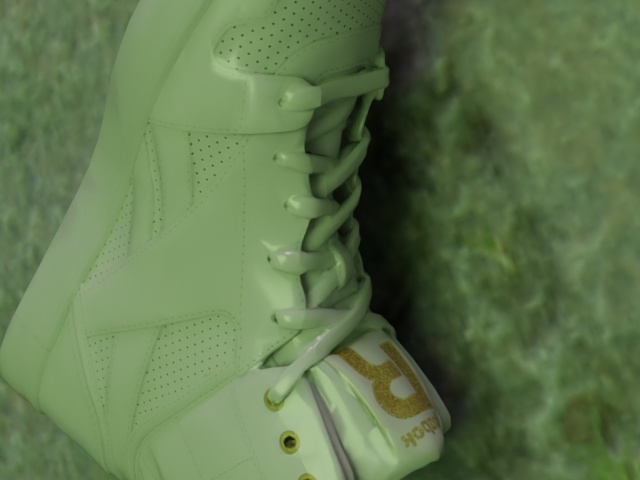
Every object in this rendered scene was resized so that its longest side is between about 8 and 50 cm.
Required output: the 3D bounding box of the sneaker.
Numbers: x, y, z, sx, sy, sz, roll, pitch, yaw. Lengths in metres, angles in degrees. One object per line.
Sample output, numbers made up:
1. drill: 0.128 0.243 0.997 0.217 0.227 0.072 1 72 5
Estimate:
1. sneaker: 0.000 0.000 0.591 0.169 0.108 0.292 42 128 20
